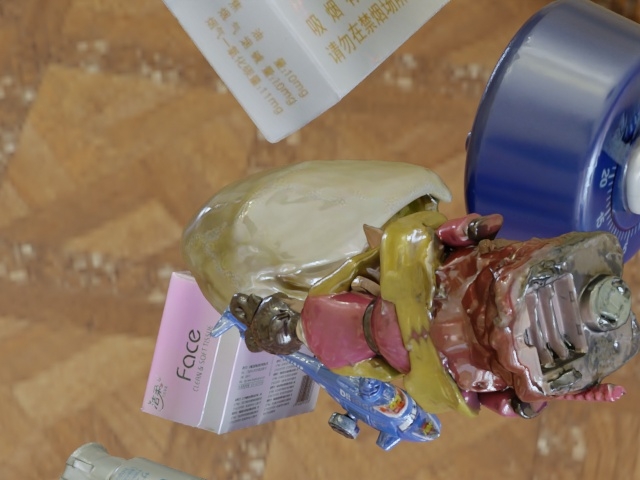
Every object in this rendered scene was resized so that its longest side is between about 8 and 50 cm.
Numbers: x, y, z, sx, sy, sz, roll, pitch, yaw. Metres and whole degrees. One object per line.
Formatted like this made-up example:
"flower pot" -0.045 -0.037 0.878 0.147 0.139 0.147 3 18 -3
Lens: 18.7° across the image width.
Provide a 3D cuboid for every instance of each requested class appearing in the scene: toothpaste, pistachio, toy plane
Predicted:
"toothpaste" -0.097 0.252 1.669 0.299 0.114 0.073 19 6 34
"pistachio" 0.000 0.000 1.552 0.238 0.137 0.153 -7 34 -23
"toy plane" 0.007 0.087 1.268 0.167 0.062 0.054 26 72 22

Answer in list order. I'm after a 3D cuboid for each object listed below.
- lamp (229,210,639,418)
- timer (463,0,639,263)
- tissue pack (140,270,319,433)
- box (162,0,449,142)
"lamp" 0.062 0.041 1.116 0.253 0.118 0.118 -4 34 51
"timer" 0.359 -0.057 1.860 0.383 0.270 0.270 22 52 29
"tissue pack" -0.074 0.103 1.961 0.092 0.148 0.246 16 7 22
"box" -0.044 -0.186 1.071 0.233 0.067 0.149 52 37 -7
